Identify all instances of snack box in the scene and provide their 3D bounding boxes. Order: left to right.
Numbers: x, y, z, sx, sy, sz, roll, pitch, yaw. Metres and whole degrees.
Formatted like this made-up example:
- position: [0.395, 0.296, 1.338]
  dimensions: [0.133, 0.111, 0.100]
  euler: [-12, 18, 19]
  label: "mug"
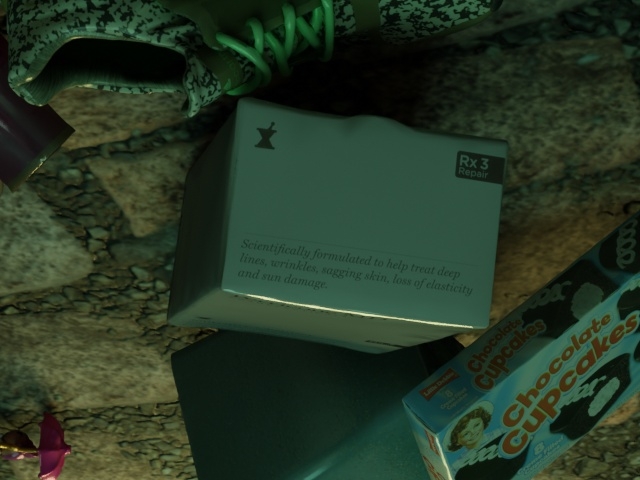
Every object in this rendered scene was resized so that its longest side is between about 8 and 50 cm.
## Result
- position: [0.232, 0.119, 1.695]
  dimensions: [0.322, 0.060, 0.187]
  euler: [-37, 142, -12]
  label: "snack box"

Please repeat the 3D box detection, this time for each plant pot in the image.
- position: [0.035, 0.192, 1.814]
  dimensions: [0.252, 0.247, 0.248]
  euler: [-34, 134, 16]
  label: "plant pot"

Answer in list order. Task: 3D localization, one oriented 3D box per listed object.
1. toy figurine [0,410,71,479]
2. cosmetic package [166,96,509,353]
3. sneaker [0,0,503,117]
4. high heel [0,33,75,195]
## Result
- position: [-0.367, 0.232, 2.000]
  dimensions: [0.159, 0.130, 0.173]
  euler: [16, 164, -34]
  label: "toy figurine"
- position: [0.000, 0.000, 1.484]
  dimensions: [0.217, 0.156, 0.385]
  euler: [8, 174, -8]
  label: "cosmetic package"
- position: [-0.061, -0.159, 1.372]
  dimensions: [0.410, 0.182, 0.158]
  euler: [-2, 144, 5]
  label: "sneaker"
- position: [-0.366, -0.085, 1.589]
  dimensions: [0.181, 0.127, 0.377]
  euler: [47, 135, -9]
  label: "high heel"
